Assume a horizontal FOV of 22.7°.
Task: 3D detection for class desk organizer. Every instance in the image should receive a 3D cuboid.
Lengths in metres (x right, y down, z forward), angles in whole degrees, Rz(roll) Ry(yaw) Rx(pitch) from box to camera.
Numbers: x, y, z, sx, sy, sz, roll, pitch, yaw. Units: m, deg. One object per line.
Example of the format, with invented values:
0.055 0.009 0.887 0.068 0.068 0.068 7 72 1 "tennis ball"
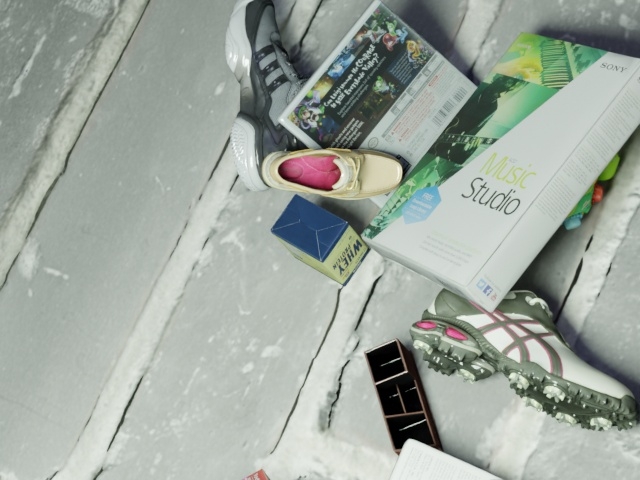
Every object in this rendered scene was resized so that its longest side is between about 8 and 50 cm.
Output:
0.092 0.180 1.783 0.047 0.050 0.130 -23 60 11 "desk organizer"

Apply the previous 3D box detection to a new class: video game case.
0.072 -0.162 1.905 0.173 0.022 0.190 40 84 -12 "video game case"

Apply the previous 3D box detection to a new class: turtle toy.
0.286 -0.064 1.807 0.130 0.066 0.095 -50 32 -4 "turtle toy"

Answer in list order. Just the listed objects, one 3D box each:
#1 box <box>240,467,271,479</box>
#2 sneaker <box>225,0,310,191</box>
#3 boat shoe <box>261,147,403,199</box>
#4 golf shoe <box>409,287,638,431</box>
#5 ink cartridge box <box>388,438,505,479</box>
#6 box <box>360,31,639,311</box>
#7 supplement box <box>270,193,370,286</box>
-0.049 0.386 1.665 0.123 0.128 0.257 -29 46 0 "box"
-0.031 -0.195 1.984 0.153 0.101 0.268 -9 69 18 "sneaker"
0.019 -0.076 1.855 0.170 0.059 0.063 -1 95 -12 "boat shoe"
0.231 0.115 1.729 0.273 0.105 0.120 23 69 29 "golf shoe"
0.158 0.337 1.684 0.225 0.056 0.181 24 76 5 "ink cartridge box"
0.212 -0.087 1.801 0.322 0.058 0.232 -51 31 -8 "box"
0.000 0.000 1.885 0.083 0.083 0.056 30 81 30 "supplement box"
